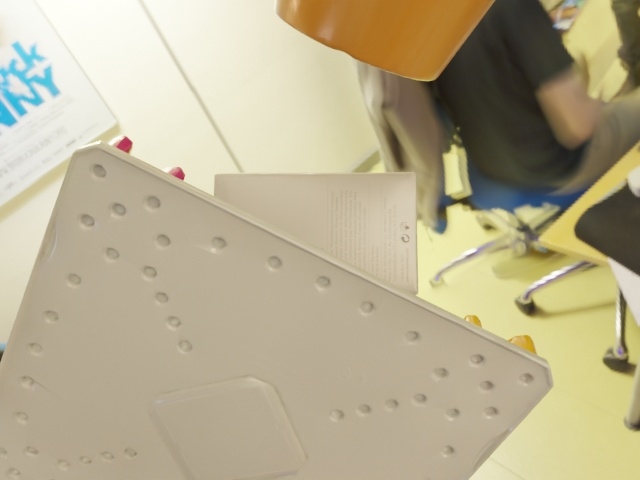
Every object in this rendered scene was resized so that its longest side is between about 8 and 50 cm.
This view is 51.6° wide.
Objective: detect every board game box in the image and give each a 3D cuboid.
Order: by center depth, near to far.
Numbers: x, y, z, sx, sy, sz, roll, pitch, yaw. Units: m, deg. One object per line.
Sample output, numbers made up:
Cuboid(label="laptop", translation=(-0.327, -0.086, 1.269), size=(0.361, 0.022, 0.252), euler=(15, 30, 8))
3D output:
Cuboid(label="board game box", translation=(-0.075, 0.154, 0.577), size=(0.390, 0.389, 0.050), euler=(-59, 9, 28))

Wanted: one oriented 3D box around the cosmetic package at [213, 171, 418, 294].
Cuboid(label="cosmetic package", translation=(0.000, 0.000, 0.811), size=(0.224, 0.138, 0.224), euler=(-1, -5, 4))

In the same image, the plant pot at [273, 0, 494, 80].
Cuboid(label="plant pot", translation=(0.059, -0.219, 0.438), size=(0.205, 0.205, 0.188), euler=(-110, 40, -58))
